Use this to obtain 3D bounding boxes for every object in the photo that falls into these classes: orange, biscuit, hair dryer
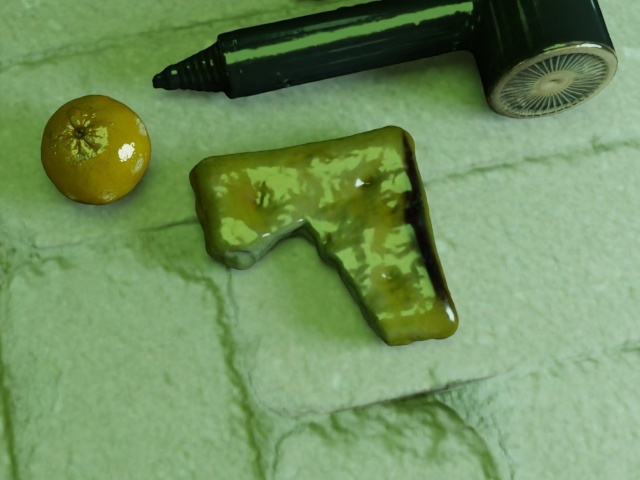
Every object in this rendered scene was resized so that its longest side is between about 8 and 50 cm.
[{"bbox_3d":[-0.167,-0.068,0.962,0.083,0.070,0.083,0,69,1],"label":"orange"},{"bbox_3d":[0.000,0.000,0.962,0.183,0.039,0.174,-7,70,-6],"label":"biscuit"},{"bbox_3d":[0.037,-0.178,1.013,0.352,0.107,0.189,-11,66,-2],"label":"hair dryer"}]
